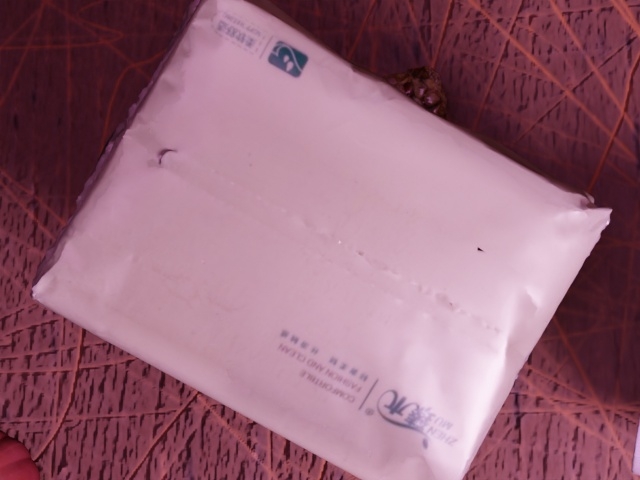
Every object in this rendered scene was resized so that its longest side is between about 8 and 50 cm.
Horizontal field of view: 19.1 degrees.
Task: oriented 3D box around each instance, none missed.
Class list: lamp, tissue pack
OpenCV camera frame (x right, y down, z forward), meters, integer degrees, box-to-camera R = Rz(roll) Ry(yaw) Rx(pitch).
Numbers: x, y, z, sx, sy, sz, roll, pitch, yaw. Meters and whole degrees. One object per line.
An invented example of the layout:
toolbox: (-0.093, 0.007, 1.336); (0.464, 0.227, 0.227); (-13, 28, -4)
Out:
lamp: (-0.299, 0.217, 1.673); (0.107, 0.092, 0.107); (-1, 80, 8)
tissue pack: (0.000, 0.000, 1.535); (0.380, 0.207, 0.297); (28, 95, -8)

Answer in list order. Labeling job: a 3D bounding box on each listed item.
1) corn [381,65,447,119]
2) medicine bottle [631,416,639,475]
corn: (-0.019, -0.067, 1.677); (0.290, 0.098, 0.098); (-26, 76, 1)
medicine bottle: (0.448, 0.134, 1.492); (0.379, 0.213, 0.213); (11, 82, 11)
